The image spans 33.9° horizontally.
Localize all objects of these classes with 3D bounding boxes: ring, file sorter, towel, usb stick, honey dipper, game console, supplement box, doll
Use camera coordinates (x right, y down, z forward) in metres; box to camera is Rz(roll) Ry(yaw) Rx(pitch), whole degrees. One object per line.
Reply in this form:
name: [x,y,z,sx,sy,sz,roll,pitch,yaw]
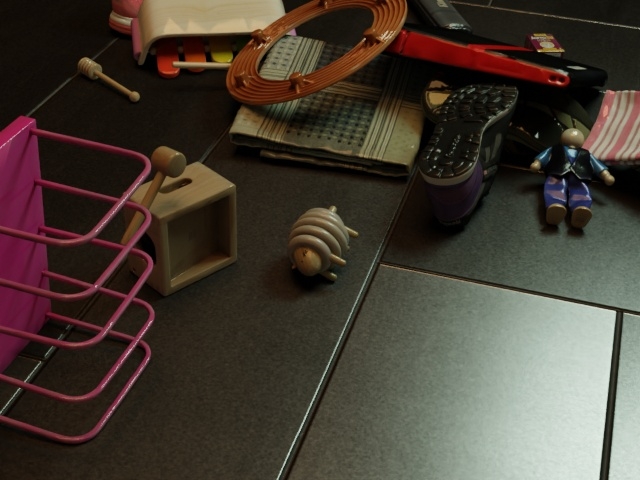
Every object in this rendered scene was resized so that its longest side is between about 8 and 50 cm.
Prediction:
ring: [-0.013,-0.340,1.770,0.336,0.032,0.336,-20,33,14]
file sorter: [-0.296,0.050,1.168,0.182,0.291,0.202,15,36,12]
towel: [0.505,-0.180,1.629,0.197,0.029,0.144,3,57,48]
usb stick: [0.240,-0.480,2.183,0.077,0.045,0.278,-6,35,-11]
honey dipper: [-0.375,-0.286,1.877,0.160,0.030,0.030,31,44,33]
game console: [0.303,-0.311,1.827,0.342,0.060,0.386,20,17,20]
supplement box: [0.431,-0.363,2.026,0.055,0.043,0.083,-3,34,-7]
towel: [0.028,-0.228,1.777,0.312,0.056,0.324,12,44,8]
doll: [0.386,-0.100,1.611,0.129,0.046,0.189,7,48,6]

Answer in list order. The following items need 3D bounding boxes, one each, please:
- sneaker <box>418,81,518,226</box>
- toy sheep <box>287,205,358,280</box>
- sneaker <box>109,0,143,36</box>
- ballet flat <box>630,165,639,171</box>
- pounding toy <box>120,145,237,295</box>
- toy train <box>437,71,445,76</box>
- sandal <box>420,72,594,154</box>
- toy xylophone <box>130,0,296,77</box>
sneaker: [0.226,-0.133,1.604,0.107,0.124,0.283,10,43,28]
toy sheep: [0.000,0.000,1.437,0.091,0.091,0.132,11,41,12]
sneaker: [-0.281,-0.509,2.112,0.314,0.136,0.116,-26,44,-35]
ballet flat: [0.650,-0.064,1.538,0.182,0.164,0.483,-38,42,-15]
pounding toy: [-0.208,-0.041,1.375,0.181,0.206,0.094,-27,44,-35]
toy train: [0.192,-0.267,1.869,0.166,0.046,0.125,7,34,6]
sandal: [0.310,-0.197,1.725,0.302,0.086,0.120,17,66,0]
toy xylophone: [-0.196,-0.378,1.963,0.322,0.081,0.236,2,53,-7]
